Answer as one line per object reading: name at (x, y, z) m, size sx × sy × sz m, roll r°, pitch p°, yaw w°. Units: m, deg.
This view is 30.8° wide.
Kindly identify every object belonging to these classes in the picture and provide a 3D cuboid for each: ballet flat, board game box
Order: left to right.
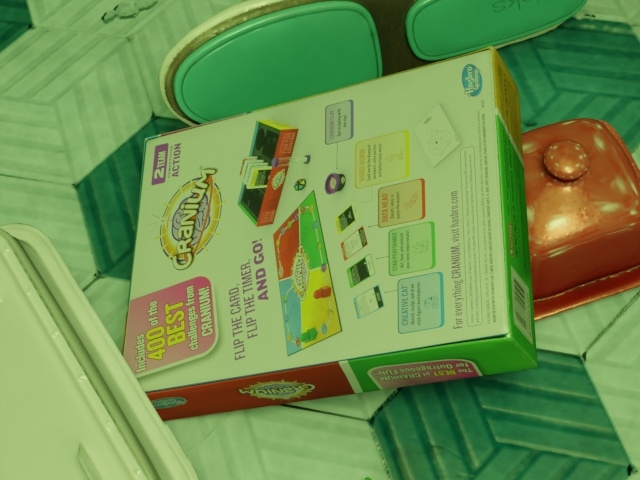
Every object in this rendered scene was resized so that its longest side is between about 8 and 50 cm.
board game box at (0.000, 0.000, 0.902) m, size 0.317 × 0.064 × 0.242 m, roll -11°, pitch 60°, yaw 24°
ballet flat at (0.044, -0.202, 1.038) m, size 0.400 × 0.139 × 0.139 m, roll -19°, pitch 62°, yaw -7°

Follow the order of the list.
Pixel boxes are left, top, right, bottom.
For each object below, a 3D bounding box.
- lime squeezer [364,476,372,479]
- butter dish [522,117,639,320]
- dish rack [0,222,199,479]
lime squeezer at (0.167, 0.255, 0.819) m, size 0.310 × 0.058 × 0.110 m, roll 10°, pitch 34°, yaw 14°
butter dish at (0.191, -0.037, 0.922) m, size 0.160 × 0.118 × 0.160 m, roll -18°, pitch 62°, yaw -2°
dish rack at (-0.274, 0.162, 0.872) m, size 0.285 × 0.072 × 0.333 m, roll -39°, pitch 62°, yaw 4°
